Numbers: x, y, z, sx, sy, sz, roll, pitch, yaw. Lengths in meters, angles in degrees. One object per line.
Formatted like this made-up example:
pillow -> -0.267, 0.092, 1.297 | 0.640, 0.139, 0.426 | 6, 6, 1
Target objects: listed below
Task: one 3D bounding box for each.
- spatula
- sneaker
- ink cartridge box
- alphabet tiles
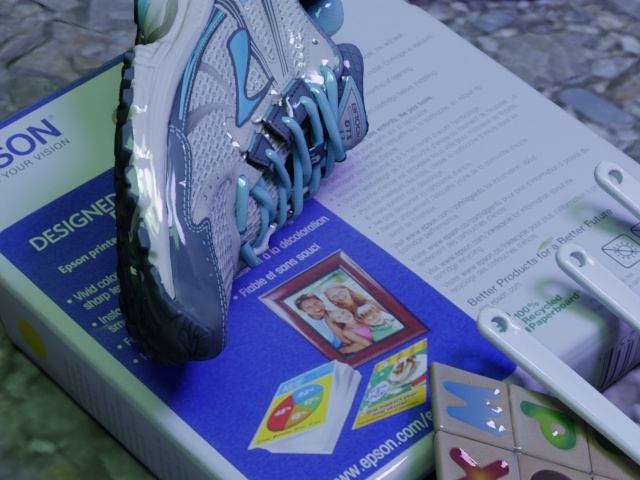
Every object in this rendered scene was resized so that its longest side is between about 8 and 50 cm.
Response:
spatula -> 0.195, 0.075, 0.908 | 0.242, 0.019, 0.168 | 41, 54, 4
sneaker -> -0.035, -0.059, 0.935 | 0.122, 0.110, 0.283 | 3, 46, -3
ink cartridge box -> 0.000, 0.000, 0.997 | 0.303, 0.072, 0.307 | -32, 53, -28
alphabet tiles -> 0.141, 0.167, 0.823 | 0.198, 0.009, 0.237 | 18, 41, -20
